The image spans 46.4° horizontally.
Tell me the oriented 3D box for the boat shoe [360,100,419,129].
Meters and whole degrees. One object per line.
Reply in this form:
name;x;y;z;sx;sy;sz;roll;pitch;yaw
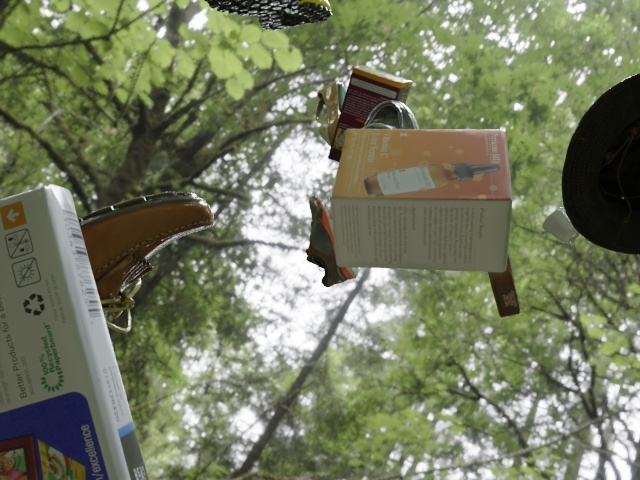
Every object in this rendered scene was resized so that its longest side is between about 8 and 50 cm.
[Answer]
boat shoe;0.098;-0.144;1.230;0.108;0.301;0.102;-2;-40;21

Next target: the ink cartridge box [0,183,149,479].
ink cartridge box;-0.301;0.146;0.561;0.307;0.072;0.303;-16;-93;4

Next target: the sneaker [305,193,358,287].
sneaker;0.000;0.000;1.073;0.065;0.158;0.061;-30;-40;11

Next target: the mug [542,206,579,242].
mug;0.524;-0.029;1.598;0.064;0.078;0.062;50;-48;29

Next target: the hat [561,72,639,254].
hat;0.522;-0.133;1.241;0.331;0.331;0.134;52;2;-24

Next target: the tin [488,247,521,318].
tin;0.269;0.043;1.113;0.040;0.106;0.189;-15;-34;12

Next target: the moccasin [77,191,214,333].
moccasin;-0.294;0.062;0.893;0.147;0.380;0.139;60;-16;-2

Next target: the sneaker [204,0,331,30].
sneaker;-0.082;-0.384;1.011;0.134;0.343;0.146;-10;-86;12

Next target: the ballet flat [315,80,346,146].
ballet flat;0.028;-0.257;1.646;0.073;0.232;0.080;-13;-43;12

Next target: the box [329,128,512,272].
box;0.104;-0.044;0.767;0.170;0.130;0.091;1;-51;9

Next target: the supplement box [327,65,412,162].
supplement box;0.096;-0.235;1.460;0.104;0.081;0.188;22;-69;16
